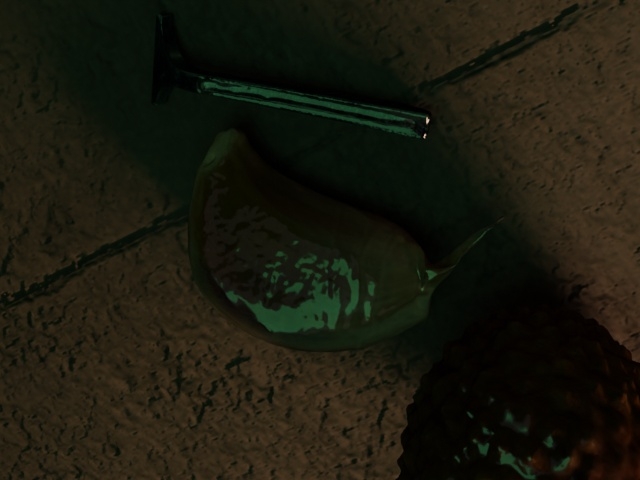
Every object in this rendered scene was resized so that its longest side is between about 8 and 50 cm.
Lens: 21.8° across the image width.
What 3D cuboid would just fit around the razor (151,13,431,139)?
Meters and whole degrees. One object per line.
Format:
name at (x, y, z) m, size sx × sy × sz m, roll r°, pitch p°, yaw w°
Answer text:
razor at (-0.022, -0.092, 1.067) m, size 0.190 × 0.033 × 0.066 m, roll 14°, pitch 120°, yaw 10°

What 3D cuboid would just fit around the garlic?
garlic at (0.006, 0.011, 1.083) m, size 0.198 × 0.090 × 0.128 m, roll 20°, pitch 108°, yaw 12°

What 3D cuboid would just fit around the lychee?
lychee at (0.139, 0.157, 1.042) m, size 0.200 × 0.200 × 0.238 m, roll -10°, pitch 108°, yaw 22°
